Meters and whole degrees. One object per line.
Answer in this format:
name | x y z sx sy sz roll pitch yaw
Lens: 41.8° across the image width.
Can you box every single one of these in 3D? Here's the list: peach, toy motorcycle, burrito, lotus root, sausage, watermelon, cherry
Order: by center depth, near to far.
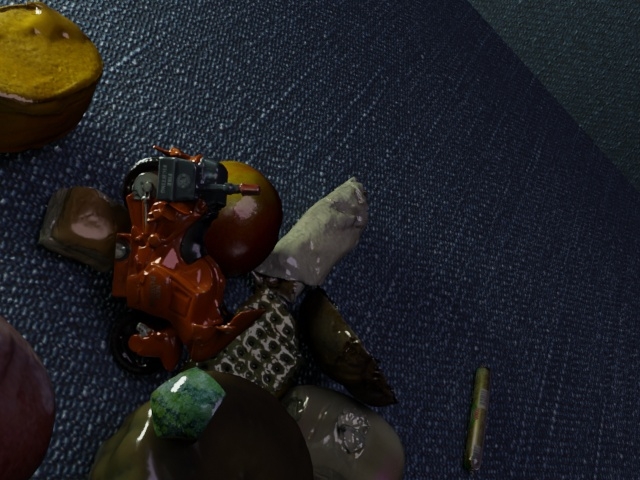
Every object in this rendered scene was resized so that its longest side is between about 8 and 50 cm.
cherry | -0.412 0.178 0.890 0.307 0.221 0.261 40 38 -45
watermelon | -0.151 0.195 0.992 0.072 0.092 0.085 44 28 -72
toy motorcycle | -0.182 0.032 1.178 0.148 0.221 0.326 23 70 -83
lotus root | 0.016 0.167 1.330 0.167 0.078 0.329 63 -8 -17
peach | -0.156 -0.025 1.339 0.197 0.197 0.197 26 45 -30
burrito | 0.000 0.000 1.558 0.117 0.076 0.392 55 40 -8
sausage | 0.309 0.343 1.636 0.033 0.033 0.269 39 40 -17

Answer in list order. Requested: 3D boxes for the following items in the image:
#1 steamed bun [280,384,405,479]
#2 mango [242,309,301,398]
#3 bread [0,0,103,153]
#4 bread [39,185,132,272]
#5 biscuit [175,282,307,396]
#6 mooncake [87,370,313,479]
steamed bun | 0.041 0.326 1.273 0.238 0.152 0.170 38 47 -19
mango | -0.080 0.183 1.331 0.103 0.076 0.161 28 50 -30
bread | -0.446 -0.235 1.229 0.195 0.142 0.270 47 36 -4
bread | -0.335 -0.021 1.224 0.125 0.082 0.106 30 39 -30
biscuit | -0.105 0.180 1.274 0.144 0.016 0.203 44 65 5
mooncake | -0.153 0.325 1.077 0.290 0.161 0.291 26 46 -31
